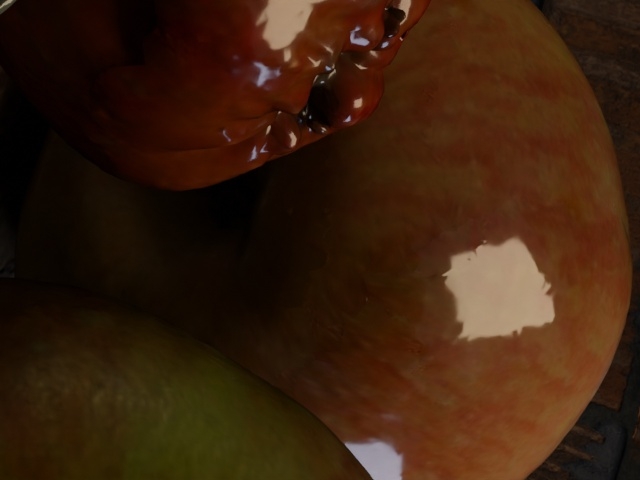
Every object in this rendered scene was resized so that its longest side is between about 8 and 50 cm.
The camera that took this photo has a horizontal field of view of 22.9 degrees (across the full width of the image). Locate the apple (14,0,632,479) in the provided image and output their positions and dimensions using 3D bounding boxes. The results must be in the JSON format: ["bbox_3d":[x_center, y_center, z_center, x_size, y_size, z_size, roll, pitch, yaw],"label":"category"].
[{"bbox_3d":[0.000,0.000,0.987,0.346,0.391,0.391,18,91,-56],"label":"apple"}]

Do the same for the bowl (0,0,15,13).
[{"bbox_3d":[-0.187,-0.190,0.420,0.313,0.146,0.313,-32,143,-29],"label":"bowl"}]

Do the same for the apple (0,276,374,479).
[{"bbox_3d":[-0.146,0.215,0.685,0.333,0.400,0.400,-33,-152,61],"label":"apple"}]

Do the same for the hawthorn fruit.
[{"bbox_3d":[-0.078,-0.155,0.738,0.211,0.299,0.211,-26,144,-21],"label":"hawthorn fruit"}]
